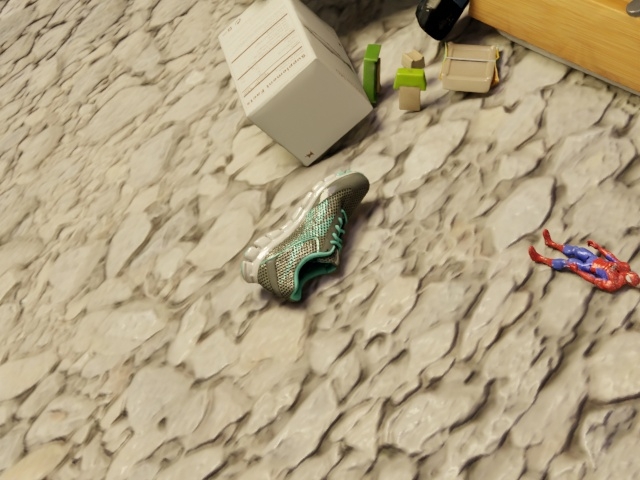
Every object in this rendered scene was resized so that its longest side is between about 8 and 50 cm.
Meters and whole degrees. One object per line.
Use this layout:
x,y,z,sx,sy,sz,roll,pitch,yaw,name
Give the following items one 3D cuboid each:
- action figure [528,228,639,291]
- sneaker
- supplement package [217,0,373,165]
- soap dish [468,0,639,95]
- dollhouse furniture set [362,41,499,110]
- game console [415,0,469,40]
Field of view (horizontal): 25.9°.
0.245,0.020,1.280,0.115,0.030,0.038,24,58,40,action figure
0.000,0.000,1.424,0.076,0.065,0.166,38,75,29,sneaker
-0.031,-0.190,1.567,0.105,0.105,0.179,-40,39,15,supplement package
0.322,-0.283,1.471,0.229,0.118,0.291,-41,44,-13,soap dish
0.123,-0.179,1.551,0.152,0.058,0.076,5,41,8,dollhouse furniture set
0.223,-0.381,1.561,0.044,0.213,0.361,36,99,21,game console
